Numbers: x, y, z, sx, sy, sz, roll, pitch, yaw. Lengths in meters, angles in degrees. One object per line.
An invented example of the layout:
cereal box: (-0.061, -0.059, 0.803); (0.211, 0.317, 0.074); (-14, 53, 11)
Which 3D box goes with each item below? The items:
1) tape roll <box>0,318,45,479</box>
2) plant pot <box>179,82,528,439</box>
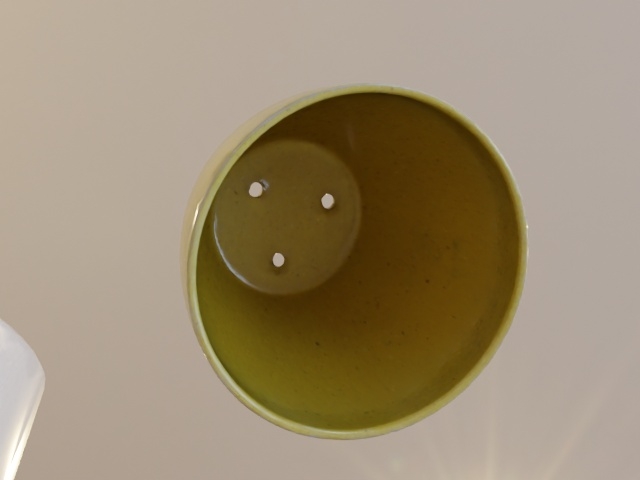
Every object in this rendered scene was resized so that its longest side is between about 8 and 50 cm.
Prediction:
tape roll: (-0.204, 0.073, 0.363); (0.246, 0.246, 0.169); (13, -109, 10)
plant pot: (0.000, 0.000, 0.629); (0.134, 0.095, 0.134); (-4, -77, -19)
